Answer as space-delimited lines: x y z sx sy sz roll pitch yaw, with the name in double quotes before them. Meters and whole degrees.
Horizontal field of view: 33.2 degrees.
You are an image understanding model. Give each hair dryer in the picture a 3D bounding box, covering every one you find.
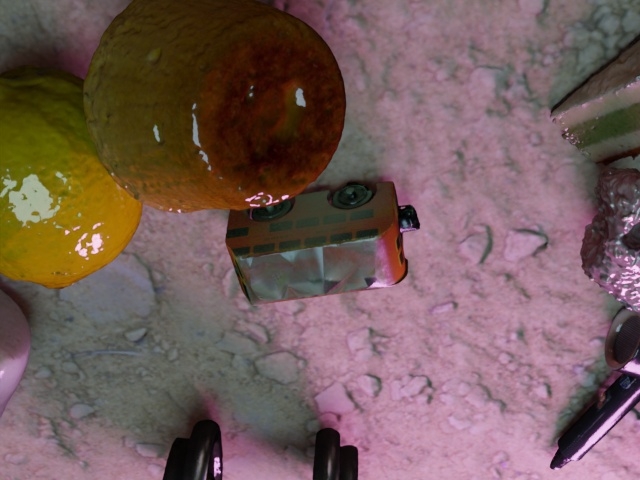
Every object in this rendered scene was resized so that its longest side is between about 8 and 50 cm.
"hair dryer" 0.333 0.180 1.167 0.128 0.070 0.255 18 132 -11

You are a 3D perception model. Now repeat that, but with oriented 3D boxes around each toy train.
"toy train" 0.000 0.000 1.021 0.188 0.099 0.072 -8 125 10

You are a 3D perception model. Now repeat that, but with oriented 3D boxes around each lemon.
"lemon" -0.245 -0.056 0.948 0.180 0.180 0.193 -29 110 22

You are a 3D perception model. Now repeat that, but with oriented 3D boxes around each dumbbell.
"dumbbell" -0.063 0.297 1.186 0.290 0.192 0.192 2 126 1

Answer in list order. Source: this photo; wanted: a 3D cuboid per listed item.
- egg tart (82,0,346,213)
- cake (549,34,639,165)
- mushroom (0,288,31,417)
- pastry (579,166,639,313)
"egg tart" -0.072 -0.108 0.868 0.202 0.147 0.202 -11 109 -35
"cake" 0.312 -0.154 0.928 0.086 0.116 0.220 37 153 -18
"mushroom" -0.445 0.195 1.177 0.177 0.126 0.397 29 124 -5
"pastry" 0.332 0.028 1.019 0.265 0.103 0.112 36 127 -24
